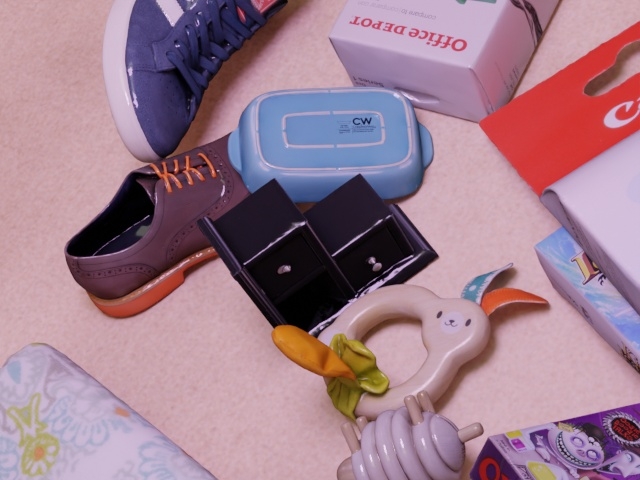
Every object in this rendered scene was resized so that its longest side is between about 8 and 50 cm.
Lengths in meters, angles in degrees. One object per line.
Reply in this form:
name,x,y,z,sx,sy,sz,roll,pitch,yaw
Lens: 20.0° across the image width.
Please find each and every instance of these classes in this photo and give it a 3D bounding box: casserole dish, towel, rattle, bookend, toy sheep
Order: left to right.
towel,-0.273,0.290,1.521,0.374,0.090,0.320,-48,49,-11
bookend,0.000,0.000,1.561,0.157,0.156,0.072,-36,54,-2
casserole dish,0.011,-0.092,1.643,0.188,0.037,0.114,-2,62,-7
toy sheep,0.071,0.173,1.471,0.132,0.091,0.091,-26,53,25
rattle,0.075,0.056,1.513,0.200,0.142,0.130,-26,36,14

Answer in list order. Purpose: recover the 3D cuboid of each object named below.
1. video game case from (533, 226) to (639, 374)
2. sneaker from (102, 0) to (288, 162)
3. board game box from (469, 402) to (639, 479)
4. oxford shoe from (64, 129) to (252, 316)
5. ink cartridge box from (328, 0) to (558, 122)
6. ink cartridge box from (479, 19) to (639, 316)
video game case,0.343,0.005,1.436,0.269,0.061,0.244,-35,38,-3
sneaker,-0.098,-0.224,1.736,0.148,0.131,0.350,-3,52,22
board game box,0.282,0.256,1.285,0.347,0.208,0.056,52,132,36
oxford shoe,-0.114,-0.041,1.667,0.271,0.098,0.097,-41,53,-5
ink cartridge box,0.129,-0.234,1.688,0.160,0.092,0.219,15,67,30
ink cartridge box,0.315,-0.113,1.459,0.308,0.091,0.385,-33,38,0
